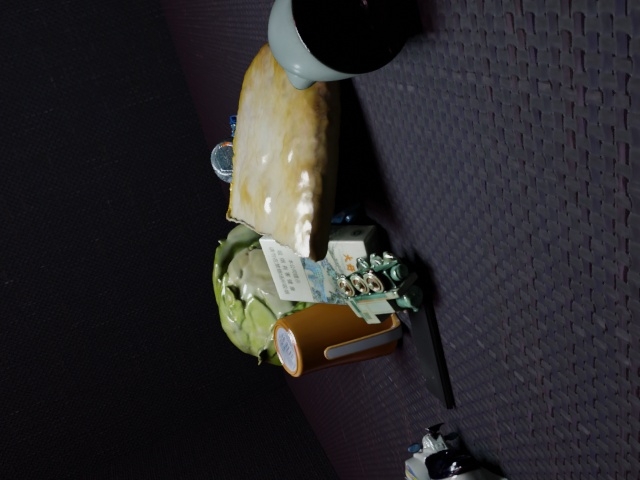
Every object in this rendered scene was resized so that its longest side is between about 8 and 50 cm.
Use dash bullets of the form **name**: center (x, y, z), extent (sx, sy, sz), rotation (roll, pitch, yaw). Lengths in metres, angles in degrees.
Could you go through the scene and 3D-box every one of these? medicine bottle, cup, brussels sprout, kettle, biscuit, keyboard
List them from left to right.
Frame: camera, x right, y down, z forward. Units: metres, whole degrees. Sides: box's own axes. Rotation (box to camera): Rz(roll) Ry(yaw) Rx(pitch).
- **medicine bottle**: center (-0.245, -0.241, 1.762), extent (0.293, 0.141, 0.141), rotation (-35, -76, -82)
- **brussels sprout**: center (-0.142, 0.186, 1.756), extent (0.361, 0.342, 0.425), rotation (97, 160, -50)
- **biscuit**: center (-0.081, -0.202, 1.197), extent (0.429, 0.104, 0.446), rotation (12, 98, 62)
- **kettle**: center (0.016, -0.333, 0.818), extent (0.236, 0.161, 0.221), rotation (-150, 68, -72)
- **cup**: center (0.048, 0.205, 1.282), extent (0.226, 0.264, 0.182), rotation (7, 110, 62)
- **keyboard**: center (0.202, 0.182, 1.115), extent (0.101, 0.018, 0.310), rotation (-141, 33, -66)

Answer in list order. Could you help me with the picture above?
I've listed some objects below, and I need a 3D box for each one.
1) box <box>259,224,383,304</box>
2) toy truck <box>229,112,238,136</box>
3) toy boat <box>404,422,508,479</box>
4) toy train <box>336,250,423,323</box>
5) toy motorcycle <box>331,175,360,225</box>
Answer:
- **box**: center (0.010, 0.052, 1.235), extent (0.256, 0.069, 0.164), rotation (1, 122, 31)
- **toy truck**: center (-0.180, -0.295, 1.571), extent (0.113, 0.126, 0.208), rotation (87, 174, -57)
- **toy boat**: center (0.244, 0.439, 1.110), extent (0.269, 0.140, 0.141), rotation (-156, 46, -74)
- **toy train**: center (0.112, 0.090, 1.073), extent (0.125, 0.081, 0.194), rotation (52, 153, -11)
- **toy motorcycle**: center (0.000, 0.000, 1.364), extent (0.232, 0.172, 0.416), rotation (50, 147, 15)
